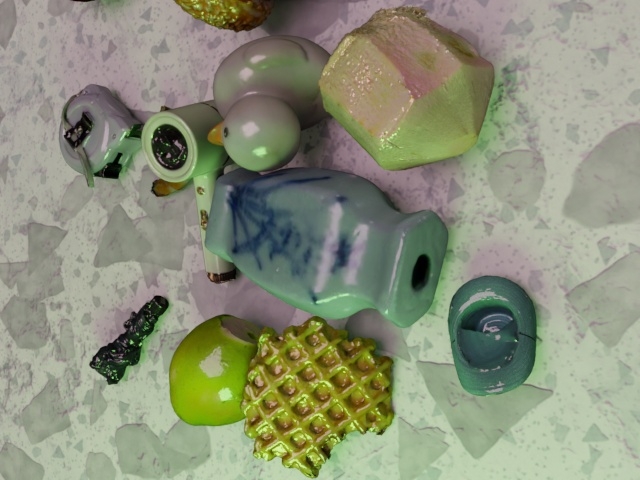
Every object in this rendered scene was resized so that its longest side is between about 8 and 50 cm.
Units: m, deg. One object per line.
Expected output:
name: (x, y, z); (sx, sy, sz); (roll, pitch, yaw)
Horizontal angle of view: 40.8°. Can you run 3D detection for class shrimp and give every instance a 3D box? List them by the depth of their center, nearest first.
shrimp: (-0.305, -0.174, 1.731); (0.166, 0.049, 0.161); (-46, 67, 32)

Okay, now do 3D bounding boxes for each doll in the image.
doll: (-0.074, -0.222, 1.457); (0.251, 0.221, 0.221); (-16, 78, -2)

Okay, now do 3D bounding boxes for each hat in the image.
hat: (0.266, 0.153, 1.328); (0.138, 0.078, 0.190); (-9, 65, 25)

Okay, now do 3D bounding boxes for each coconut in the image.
coconut: (0.144, -0.225, 1.323); (0.245, 0.233, 0.233); (44, 111, 27)

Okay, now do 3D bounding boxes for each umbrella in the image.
umbrella: (-0.385, 0.203, 1.757); (0.080, 0.071, 0.224); (41, 107, -2)

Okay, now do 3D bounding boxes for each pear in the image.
pear: (-0.181, 0.246, 1.558); (0.187, 0.187, 0.219); (34, 108, 29)

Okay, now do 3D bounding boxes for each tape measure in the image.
tape measure: (-0.469, -0.218, 1.799); (0.196, 0.105, 0.178); (40, 110, 26)

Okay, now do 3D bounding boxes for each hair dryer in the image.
hair dryer: (-0.203, -0.073, 1.592); (0.128, 0.203, 0.361); (4, 108, 30)

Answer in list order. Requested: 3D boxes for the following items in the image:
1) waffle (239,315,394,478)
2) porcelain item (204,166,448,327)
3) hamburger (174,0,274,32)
waffle: (-0.004, 0.268, 1.454); (0.291, 0.051, 0.291); (0, 93, 4)
porcelain item: (0.000, 0.000, 1.442); (0.405, 0.179, 0.242); (18, 100, 36)
hamburger: (-0.175, -0.532, 1.489); (0.250, 0.330, 0.329); (-36, 70, 28)
